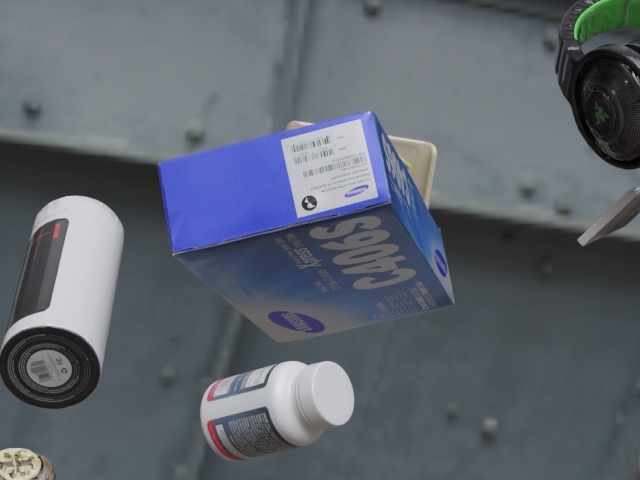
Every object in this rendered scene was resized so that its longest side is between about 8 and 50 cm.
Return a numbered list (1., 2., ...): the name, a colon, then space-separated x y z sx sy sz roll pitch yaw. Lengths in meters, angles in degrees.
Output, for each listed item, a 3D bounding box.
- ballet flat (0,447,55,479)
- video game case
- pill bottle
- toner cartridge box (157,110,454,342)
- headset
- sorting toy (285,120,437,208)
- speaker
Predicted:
1. ballet flat: -0.380 0.242 1.744 0.250 0.084 0.058 -11 -54 -10
2. video game case: 0.335 -0.035 1.985 0.087 0.011 0.122 -47 -15 30
3. pill bottle: -0.052 0.209 2.266 0.180 0.108 0.108 -17 -28 37
4. toner cartridge box: 0.000 0.000 1.441 0.165 0.075 0.348 -12 -16 9
5. headset: 0.386 -0.165 1.844 0.243 0.394 0.185 -4 -50 -11
6. sorting toy: 0.041 -0.051 2.430 0.208 0.193 0.038 10 9 6
7. speaker: -0.140 0.031 0.997 0.055 0.136 0.055 0 -58 0
